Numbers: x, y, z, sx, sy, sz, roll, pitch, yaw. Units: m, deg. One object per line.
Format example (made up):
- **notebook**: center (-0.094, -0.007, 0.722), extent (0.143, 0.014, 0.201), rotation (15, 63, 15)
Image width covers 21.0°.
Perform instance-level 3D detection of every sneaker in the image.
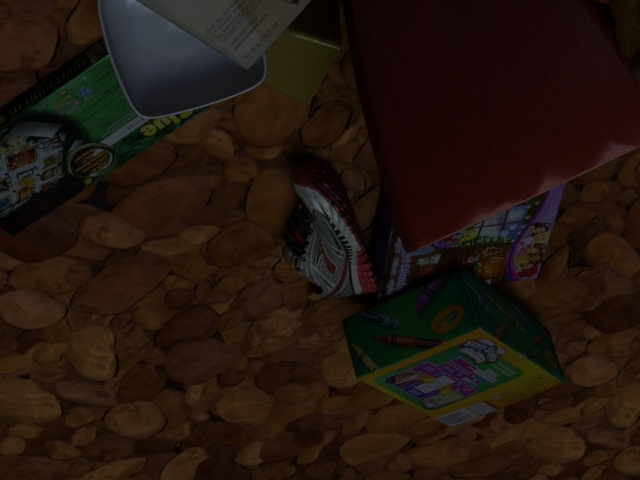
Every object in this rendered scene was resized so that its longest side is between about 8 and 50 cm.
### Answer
- **sneaker**: center (0.000, 0.000, 1.910), extent (0.093, 0.088, 0.225), rotation (-18, 141, 2)

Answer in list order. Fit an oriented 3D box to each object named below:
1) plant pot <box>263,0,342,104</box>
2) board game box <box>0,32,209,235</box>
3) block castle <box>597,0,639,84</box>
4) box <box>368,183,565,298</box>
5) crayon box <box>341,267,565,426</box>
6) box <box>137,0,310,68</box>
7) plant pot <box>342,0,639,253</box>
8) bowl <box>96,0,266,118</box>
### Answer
- **plant pot**: center (-0.035, -0.196, 1.676), extent (0.083, 0.081, 0.081), rotation (16, 131, -19)
- **board game box**: center (-0.254, -0.106, 1.734), extent (0.260, 0.030, 0.136), rotation (-31, 137, 16)
- **block castle**: center (0.431, -0.303, 1.489), extent (0.453, 0.303, 0.213), rotation (-12, 156, -30)
- **box**: center (0.170, -0.058, 1.930), extent (0.201, 0.057, 0.293), rotation (-7, 140, -14)
- **crayon box**: center (0.165, 0.135, 2.083), extent (0.165, 0.081, 0.278), rotation (-24, 152, 20)
- **box**: center (-0.151, -0.287, 1.428), extent (0.121, 0.148, 0.311), rotation (-46, 133, 17)
- **plant pot**: center (0.160, -0.169, 1.607), extent (0.267, 0.267, 0.235), rotation (-26, 96, 13)
- **bowl**: center (-0.131, -0.196, 1.622), extent (0.142, 0.053, 0.142), rotation (-17, 104, -4)
